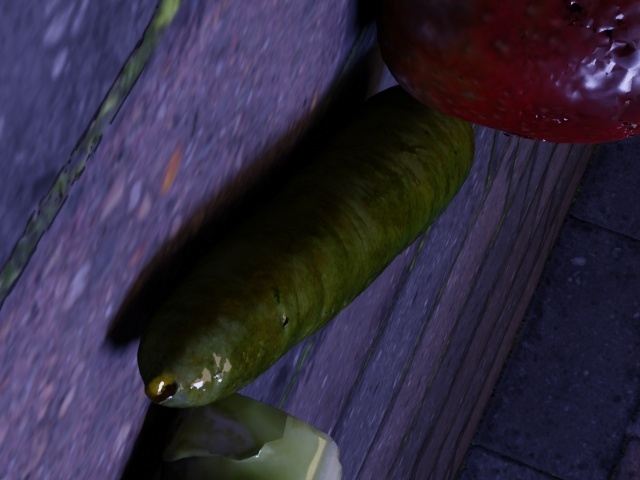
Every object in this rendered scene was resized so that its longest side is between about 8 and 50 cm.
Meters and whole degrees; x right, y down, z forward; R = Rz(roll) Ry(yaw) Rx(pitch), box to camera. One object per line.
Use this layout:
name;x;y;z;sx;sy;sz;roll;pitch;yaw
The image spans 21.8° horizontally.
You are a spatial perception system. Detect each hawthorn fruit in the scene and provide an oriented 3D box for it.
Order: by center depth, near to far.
hawthorn fruit;0.143;-0.119;0.828;0.181;0.235;0.181;-51;154;-36

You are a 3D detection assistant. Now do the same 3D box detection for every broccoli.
broccoli;-0.056;0.246;0.688;0.252;0.221;0.361;-8;108;-85

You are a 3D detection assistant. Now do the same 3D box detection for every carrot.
carrot;0.000;0.000;0.784;0.358;0.074;0.074;-45;154;-61
